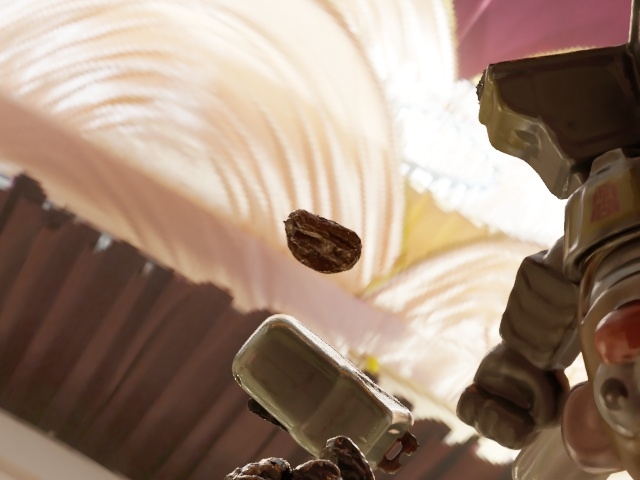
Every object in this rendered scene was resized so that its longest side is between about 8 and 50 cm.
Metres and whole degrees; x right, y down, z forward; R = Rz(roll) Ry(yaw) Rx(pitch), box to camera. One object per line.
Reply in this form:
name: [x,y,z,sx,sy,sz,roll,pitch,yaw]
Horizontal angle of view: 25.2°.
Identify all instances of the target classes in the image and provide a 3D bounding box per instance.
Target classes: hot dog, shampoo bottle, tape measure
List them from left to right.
tape measure: [-0.001,0.206,1.832,0.246,0.125,0.243,38,178,15]
hot dog: [0.000,0.000,1.415,0.083,0.058,0.035,24,-139,16]
shampoo bottle: [0.255,0.229,1.484,0.108,0.221,0.051,9,-138,-22]

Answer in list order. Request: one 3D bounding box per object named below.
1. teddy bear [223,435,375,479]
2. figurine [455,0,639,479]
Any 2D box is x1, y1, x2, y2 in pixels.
teddy bear: [0.009,0.249,1.264,0.251,0.144,0.171,-4,-123,-33]
figurine: [0.204,0.013,0.791,0.167,0.342,0.284,-3,-108,-20]
